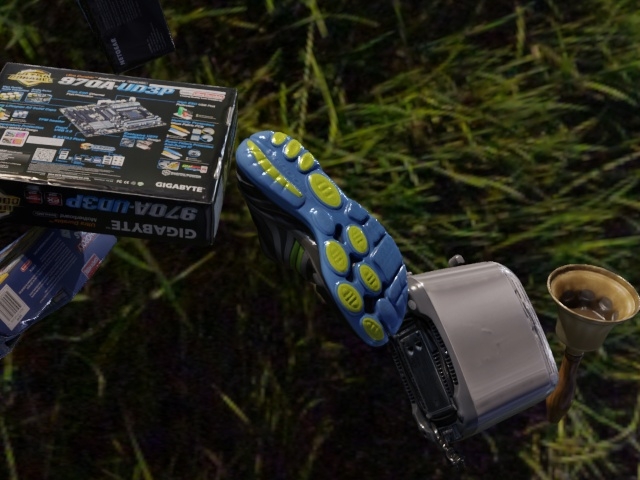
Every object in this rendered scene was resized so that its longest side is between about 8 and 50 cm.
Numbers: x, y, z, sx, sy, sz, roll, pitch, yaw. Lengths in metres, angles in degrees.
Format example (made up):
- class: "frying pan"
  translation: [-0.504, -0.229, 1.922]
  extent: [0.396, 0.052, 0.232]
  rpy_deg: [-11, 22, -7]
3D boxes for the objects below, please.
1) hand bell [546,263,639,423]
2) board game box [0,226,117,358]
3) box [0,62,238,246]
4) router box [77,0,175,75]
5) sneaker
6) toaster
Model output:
- class: "hand bell"
  translation: [0.358, 0.166, 1.402]
  extent: [0.126, 0.126, 0.242]
  rpy_deg: [-29, 139, -40]
- class: "board game box"
  translation: [-0.296, 0.068, 0.859]
  extent: [0.060, 0.194, 0.194]
  rpy_deg: [51, 28, -17]
- class: "box"
  translation: [-0.189, -0.080, 0.856]
  extent: [0.220, 0.051, 0.175]
  rpy_deg: [6, 40, -2]
- class: "router box"
  translation: [-0.148, -0.208, 0.588]
  extent: [0.046, 0.133, 0.179]
  rpy_deg: [-24, 137, -9]
- class: "sneaker"
  translation: [0.000, 0.000, 0.755]
  extent: [0.067, 0.078, 0.188]
  rpy_deg: [-32, 75, -25]
- class: "toaster"
  translation: [0.171, 0.130, 1.128]
  extent: [0.146, 0.129, 0.227]
  rpy_deg: [-17, 76, -25]
